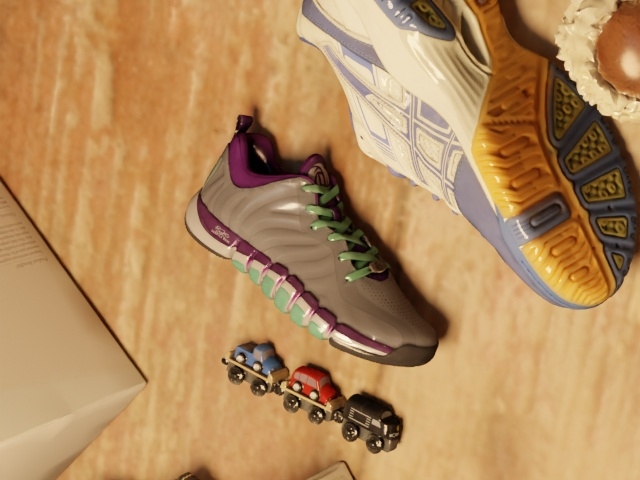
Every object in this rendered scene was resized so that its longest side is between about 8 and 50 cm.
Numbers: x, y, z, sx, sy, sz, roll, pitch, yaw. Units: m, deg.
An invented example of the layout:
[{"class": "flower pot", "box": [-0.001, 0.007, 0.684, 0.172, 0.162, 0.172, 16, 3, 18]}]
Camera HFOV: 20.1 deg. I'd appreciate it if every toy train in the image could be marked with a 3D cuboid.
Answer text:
[{"class": "toy train", "box": [-0.008, 0.112, 1.342, 0.158, 0.027, 0.036, 24, 110, 28]}]

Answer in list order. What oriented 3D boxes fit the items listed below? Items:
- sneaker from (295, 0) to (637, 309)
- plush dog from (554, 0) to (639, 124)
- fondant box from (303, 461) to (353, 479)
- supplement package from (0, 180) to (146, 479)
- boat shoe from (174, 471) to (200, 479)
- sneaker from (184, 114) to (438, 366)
[{"class": "sneaker", "box": [0.094, -0.075, 1.197, 0.296, 0.112, 0.131, 59, 143, 10]}, {"class": "plush dog", "box": [0.261, -0.173, 1.023, 0.262, 0.210, 0.225, -3, 85, 7]}, {"class": "fondant box", "box": [-0.062, 0.348, 1.394, 0.330, 0.096, 0.238, -34, 81, 36]}, {"class": "supplement package", "box": [-0.324, 0.090, 1.446, 0.262, 0.199, 0.198, 53, 124, 13]}, {"class": "boat shoe", "box": [-0.175, 0.236, 1.454, 0.223, 0.080, 0.073, -40, 83, 39]}, {"class": "sneaker", "box": [0.000, 0.000, 1.278, 0.224, 0.083, 0.098, 34, 113, 24]}]
